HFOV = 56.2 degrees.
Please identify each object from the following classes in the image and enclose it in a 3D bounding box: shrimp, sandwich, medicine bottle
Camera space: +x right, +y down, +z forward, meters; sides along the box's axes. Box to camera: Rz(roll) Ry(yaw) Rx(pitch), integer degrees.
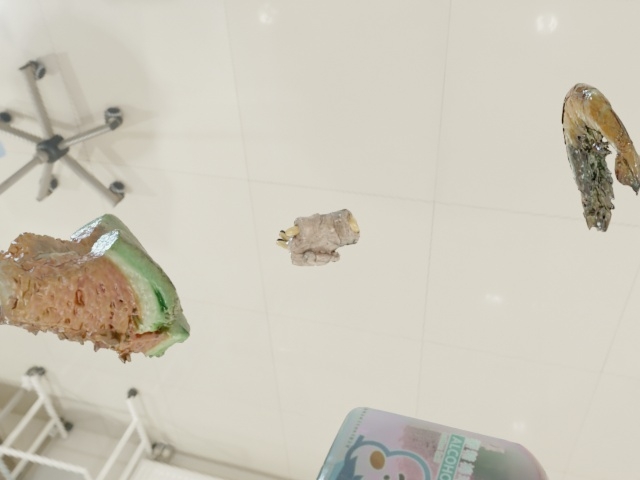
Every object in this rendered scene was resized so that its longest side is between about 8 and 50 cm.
[{"bbox_3d":[0.470,-0.113,0.987,0.054,0.222,0.291,-20,120,3],"label":"shrimp"},{"bbox_3d":[-0.324,0.051,0.854,0.162,0.301,0.250,-39,75,22],"label":"sandwich"},{"bbox_3d":[0.090,0.188,0.372,0.187,0.119,0.095,7,129,24],"label":"medicine bottle"}]

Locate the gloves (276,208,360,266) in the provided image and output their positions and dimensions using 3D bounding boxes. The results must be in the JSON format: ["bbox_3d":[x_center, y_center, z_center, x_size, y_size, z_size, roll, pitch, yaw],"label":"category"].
[{"bbox_3d":[0.001,-0.002,1.071,0.144,0.110,0.094,-27,80,29],"label":"gloves"}]
